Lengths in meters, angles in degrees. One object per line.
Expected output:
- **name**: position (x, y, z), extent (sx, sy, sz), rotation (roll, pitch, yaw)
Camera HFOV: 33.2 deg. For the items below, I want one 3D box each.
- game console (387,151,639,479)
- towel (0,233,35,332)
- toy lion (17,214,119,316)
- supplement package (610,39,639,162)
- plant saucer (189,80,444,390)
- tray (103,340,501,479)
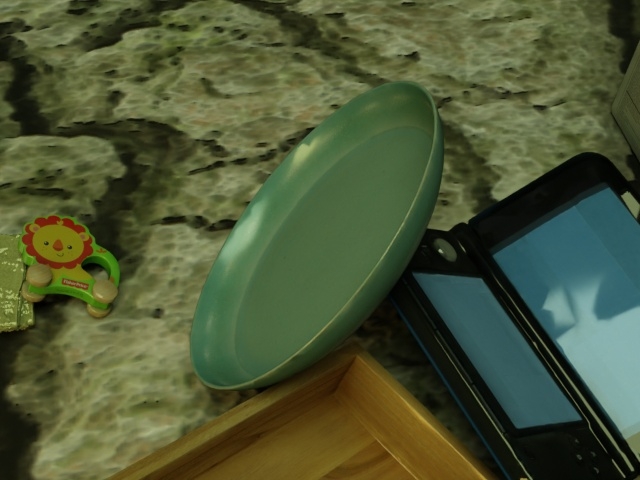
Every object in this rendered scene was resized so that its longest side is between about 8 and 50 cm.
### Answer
- **game console**: position (0.217, 0.058, 0.946), extent (0.250, 0.173, 0.293), rotation (7, 44, -52)
- **towel**: position (-0.345, 0.041, 1.026), extent (0.148, 0.027, 0.110), rotation (-1, 60, -5)
- **toy lion**: position (-0.241, 0.019, 1.031), extent (0.100, 0.034, 0.096), rotation (16, 47, -15)
- **supplement package**: position (0.441, -0.153, 1.035), extent (0.199, 0.262, 0.198), rotation (-14, 60, -10)
- **plant saucer**: position (0.000, 0.000, 0.939), extent (0.044, 0.318, 0.317), rotation (37, 58, -22)
- **tray**: position (-0.042, 0.233, 0.794), extent (0.203, 0.076, 0.411), rotation (43, 40, 21)
